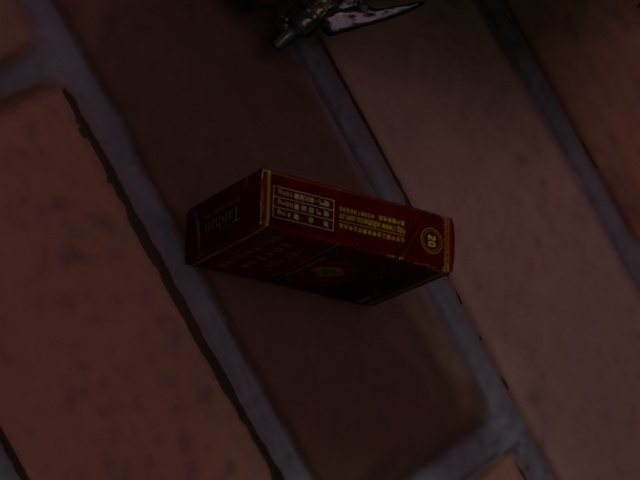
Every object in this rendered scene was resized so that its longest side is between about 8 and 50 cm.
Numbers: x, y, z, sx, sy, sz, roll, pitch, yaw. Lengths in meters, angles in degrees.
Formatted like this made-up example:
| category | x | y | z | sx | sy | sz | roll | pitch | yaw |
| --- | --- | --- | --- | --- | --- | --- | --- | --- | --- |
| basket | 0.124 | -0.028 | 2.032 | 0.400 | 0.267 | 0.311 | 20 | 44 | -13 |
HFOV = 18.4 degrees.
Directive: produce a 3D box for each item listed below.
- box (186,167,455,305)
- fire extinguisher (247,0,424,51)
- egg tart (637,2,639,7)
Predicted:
| category | x | y | z | sx | sy | sz | roll | pitch | yaw |
| --- | --- | --- | --- | --- | --- | --- | --- | --- | --- |
| box | 0.000 | 0.000 | 0.703 | 0.082 | 0.051 | 0.023 | 14 | 68 | -31 |
| fire extinguisher | -0.035 | -0.140 | 0.728 | 0.062 | 0.050 | 0.177 | -42 | 101 | -8 |
| egg tart | 0.058 | -0.192 | 0.749 | 0.295 | 0.116 | 0.294 | 38 | 31 | -28 |
